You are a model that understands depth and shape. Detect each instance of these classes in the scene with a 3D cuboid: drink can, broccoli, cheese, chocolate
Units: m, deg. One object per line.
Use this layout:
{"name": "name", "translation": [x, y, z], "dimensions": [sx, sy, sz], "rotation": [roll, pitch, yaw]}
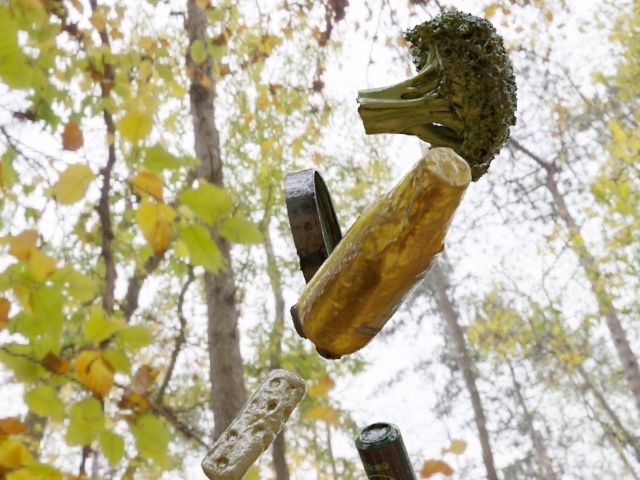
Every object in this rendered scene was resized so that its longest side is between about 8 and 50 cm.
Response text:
{"name": "drink can", "translation": [0.163, 0.543, 2.003], "dimensions": [0.118, 0.118, 0.204], "rotation": [-19, -72, 7]}
{"name": "broccoli", "translation": [0.240, -0.283, 1.633], "dimensions": [0.302, 0.249, 0.375], "rotation": [9, -42, 19]}
{"name": "cheese", "translation": [-0.087, 0.250, 1.123], "dimensions": [0.065, 0.194, 0.043], "rotation": [12, -48, 32]}
{"name": "chocolate", "translation": [0.095, 0.025, 1.324], "dimensions": [0.162, 0.162, 0.445], "rotation": [8, -37, -20]}

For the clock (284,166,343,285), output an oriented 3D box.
{"name": "clock", "translation": [-0.001, 0.000, 1.776], "dimensions": [0.066, 0.318, 0.319], "rotation": [-13, -44, 9]}
